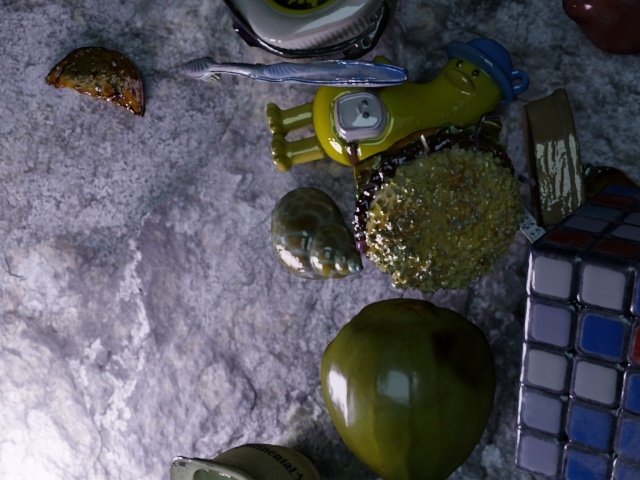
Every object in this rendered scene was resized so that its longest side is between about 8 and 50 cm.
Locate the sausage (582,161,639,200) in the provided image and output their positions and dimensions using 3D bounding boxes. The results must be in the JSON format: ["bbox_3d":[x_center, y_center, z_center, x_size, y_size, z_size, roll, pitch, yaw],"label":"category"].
[{"bbox_3d":[0.475,0.028,1.158,0.371,0.082,0.082,45,102,11],"label":"sausage"}]

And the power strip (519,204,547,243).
[{"bbox_3d":[0.289,-0.026,1.240,0.027,0.017,0.083,-42,82,12],"label":"power strip"}]

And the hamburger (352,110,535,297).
[{"bbox_3d":[0.160,-0.042,1.147,0.243,0.139,0.262,-22,129,-3],"label":"hamburger"}]

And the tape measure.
[{"bbox_3d":[-0.030,-0.351,1.259,0.271,0.133,0.231,-13,75,13],"label":"tape measure"}]

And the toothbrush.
[{"bbox_3d":[-0.047,-0.235,1.229,0.413,0.042,0.035,11,85,40],"label":"toothbrush"}]

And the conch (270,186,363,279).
[{"bbox_3d":[-0.014,-0.005,1.286,0.116,0.106,0.173,-19,72,-3],"label":"conch"}]

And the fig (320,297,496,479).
[{"bbox_3d":[0.116,0.215,1.184,0.239,0.239,0.271,4,102,16],"label":"fig"}]

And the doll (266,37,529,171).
[{"bbox_3d":[0.108,-0.176,1.221,0.363,0.145,0.199,-13,68,12],"label":"doll"}]

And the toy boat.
[{"bbox_3d":[0.310,-0.107,1.177,0.061,0.116,0.188,-8,89,9],"label":"toy boat"}]

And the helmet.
[{"bbox_3d":[-0.082,0.364,1.298,0.257,0.137,0.204,28,138,21],"label":"helmet"}]

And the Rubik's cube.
[{"bbox_3d":[0.410,0.119,1.011,0.293,0.292,0.287,13,113,32],"label":"Rubik's cube"}]

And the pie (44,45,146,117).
[{"bbox_3d":[-0.356,-0.266,1.409,0.191,0.033,0.088,20,93,15],"label":"pie"}]

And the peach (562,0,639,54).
[{"bbox_3d":[0.396,-0.317,1.135,0.152,0.152,0.152,1,92,16],"label":"peach"}]
